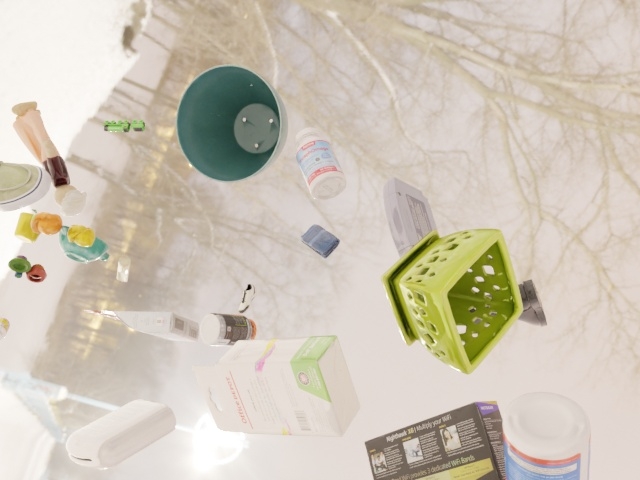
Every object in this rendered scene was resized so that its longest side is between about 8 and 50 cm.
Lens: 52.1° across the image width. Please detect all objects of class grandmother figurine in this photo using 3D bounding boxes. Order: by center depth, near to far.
[{"bbox_3d":[-0.786,-0.225,1.912,0.104,0.342,0.208,-27,175,-10],"label":"grandmother figurine"}]

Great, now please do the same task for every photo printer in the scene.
[{"bbox_3d":[-0.670,0.644,2.173,0.256,0.307,0.107,-7,-78,45],"label":"photo printer"}]

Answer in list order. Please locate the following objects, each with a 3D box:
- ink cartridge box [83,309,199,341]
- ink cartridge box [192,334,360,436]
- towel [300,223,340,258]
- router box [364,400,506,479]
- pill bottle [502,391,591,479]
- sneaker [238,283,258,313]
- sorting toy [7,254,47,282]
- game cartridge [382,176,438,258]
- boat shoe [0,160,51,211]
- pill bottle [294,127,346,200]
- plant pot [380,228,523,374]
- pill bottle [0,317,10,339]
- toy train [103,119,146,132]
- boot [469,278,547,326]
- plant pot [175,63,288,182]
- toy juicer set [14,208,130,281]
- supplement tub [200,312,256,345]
[{"bbox_3d":[-0.442,0.213,1.632,0.189,0.232,0.066,57,31,-72],"label":"ink cartridge box"},{"bbox_3d":[-0.107,0.343,1.545,0.353,0.207,0.119,-7,-159,29],"label":"ink cartridge box"},{"bbox_3d":[0.000,0.000,1.787,0.067,0.029,0.119,-45,-140,-9],"label":"towel"},{"bbox_3d":[0.246,0.482,1.307,0.309,0.081,0.243,-33,-120,38],"label":"router box"},{"bbox_3d":[0.345,0.351,1.001,0.124,0.124,0.221,-96,175,-60],"label":"pill bottle"},{"bbox_3d":[-0.241,0.187,2.122,0.040,0.044,0.109,-3,-133,32],"label":"sneaker"},{"bbox_3d":[-0.701,0.062,1.566,0.061,0.102,0.042,-19,-132,14],"label":"sorting toy"},{"bbox_3d":[0.270,-0.032,1.887,0.062,0.198,0.297,-34,-126,36],"label":"game cartridge"},{"bbox_3d":[-0.736,-0.127,1.425,0.094,0.302,0.109,60,31,-60],"label":"boat shoe"},{"bbox_3d":[-0.006,-0.175,1.470,0.087,0.087,0.160,-56,-135,42],"label":"pill bottle"},{"bbox_3d":[0.271,0.112,1.406,0.228,0.227,0.207,-39,-150,-29],"label":"plant pot"},{"bbox_3d":[-0.856,0.239,1.743,0.043,0.043,0.083,-67,-161,10],"label":"pill bottle"},{"bbox_3d":[-0.370,-0.214,1.232,0.017,0.083,0.024,83,8,-53],"label":"toy train"},{"bbox_3d":[0.499,0.192,1.794,0.207,0.246,0.094,-17,-120,19],"label":"boot"},{"bbox_3d":[-0.201,-0.298,1.716,0.290,0.290,0.195,-66,166,13],"label":"plant pot"},{"bbox_3d":[-0.596,0.001,1.679,0.209,0.329,0.089,-17,-129,50],"label":"toy juicer set"},{"bbox_3d":[-0.331,0.326,2.383,0.117,0.190,0.117,-10,-105,41],"label":"supplement tub"}]
